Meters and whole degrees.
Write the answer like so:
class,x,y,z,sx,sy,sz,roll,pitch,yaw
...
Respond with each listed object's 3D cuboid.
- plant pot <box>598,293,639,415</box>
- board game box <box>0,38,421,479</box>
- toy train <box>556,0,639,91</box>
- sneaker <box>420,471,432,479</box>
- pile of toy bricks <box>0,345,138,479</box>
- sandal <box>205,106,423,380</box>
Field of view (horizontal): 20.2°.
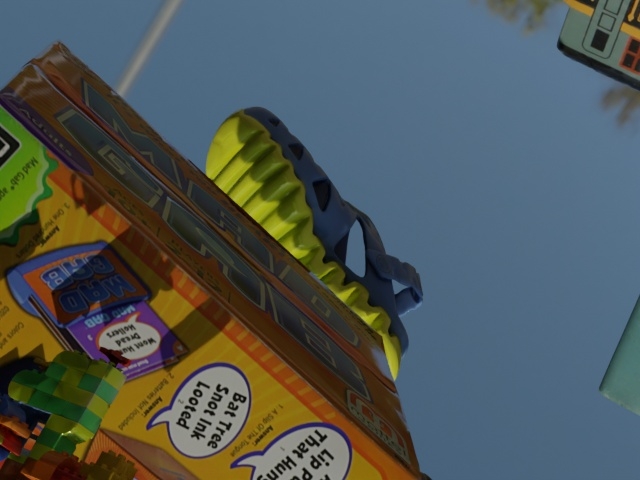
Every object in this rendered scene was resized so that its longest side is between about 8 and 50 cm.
class,x,y,z,sx,sy,sz,roll,pitch,yaw
plant pot,0.285,-0.006,0.955,0.166,0.234,0.165,27,-153,26
board game box,-0.190,0.121,1.271,0.356,0.356,0.356,43,-173,-9
toy train,0.319,-0.155,1.217,0.334,0.190,0.142,26,-132,11
sneaker,0.085,0.272,1.826,0.065,0.158,0.061,24,-114,9
pile of toy bricks,-0.148,0.104,1.016,0.212,0.105,0.118,15,159,40
sandal,0.000,0.000,1.848,0.138,0.126,0.317,-37,-82,-48
